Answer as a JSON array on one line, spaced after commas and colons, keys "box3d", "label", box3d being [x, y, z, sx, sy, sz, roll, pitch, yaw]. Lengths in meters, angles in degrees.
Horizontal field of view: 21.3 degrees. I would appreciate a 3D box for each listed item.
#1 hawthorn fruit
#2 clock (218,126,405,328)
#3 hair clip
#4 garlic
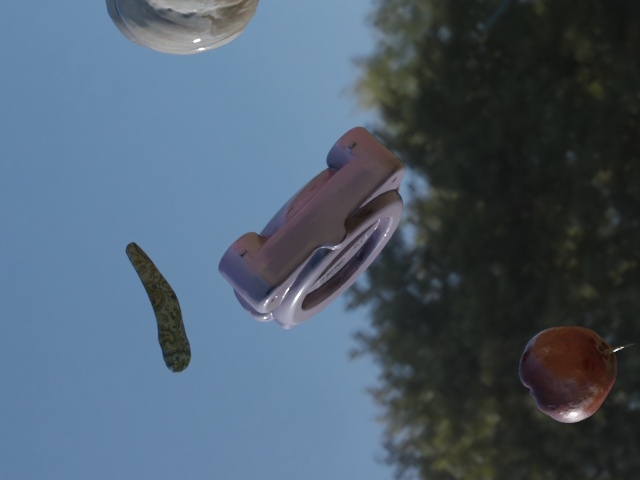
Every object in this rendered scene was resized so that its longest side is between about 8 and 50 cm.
[{"box3d": [0.313, 0.158, 2.138, 0.125, 0.140, 0.125, 19, -154, -10], "label": "hawthorn fruit"}, {"box3d": [0.000, 0.000, 2.437, 0.113, 0.295, 0.322, 44, 173, 12], "label": "clock"}, {"box3d": [-0.261, 0.106, 2.755, 0.066, 0.036, 0.229, -20, -93, -47], "label": "hair clip"}, {"box3d": [-0.119, -0.282, 1.671, 0.152, 0.228, 0.228, 28, -161, -6], "label": "garlic"}]
